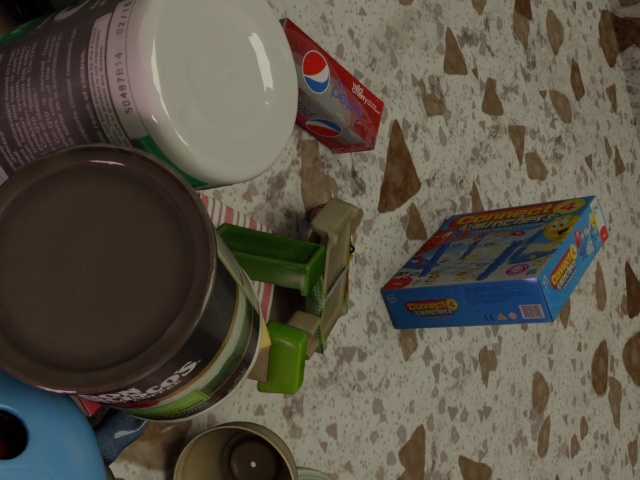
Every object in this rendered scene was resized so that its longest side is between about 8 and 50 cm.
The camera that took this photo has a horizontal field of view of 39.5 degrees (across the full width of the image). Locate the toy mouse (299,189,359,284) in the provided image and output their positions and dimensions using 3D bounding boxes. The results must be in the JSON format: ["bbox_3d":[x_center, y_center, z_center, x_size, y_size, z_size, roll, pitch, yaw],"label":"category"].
[{"bbox_3d":[0.000,0.000,1.425,0.143,0.031,0.161,-7,91,-52],"label":"toy mouse"}]

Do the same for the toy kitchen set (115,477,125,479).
[{"bbox_3d":[-0.224,0.323,1.071,0.083,0.075,0.068,17,71,-54],"label":"toy kitchen set"}]

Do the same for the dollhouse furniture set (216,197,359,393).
[{"bbox_3d":[-0.057,0.061,1.286,0.301,0.151,0.197,-51,149,-65],"label":"dollhouse furniture set"}]

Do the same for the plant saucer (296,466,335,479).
[{"bbox_3d":[-0.015,0.535,1.287,0.400,0.101,0.400,10,77,-51],"label":"plant saucer"}]

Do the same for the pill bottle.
[{"bbox_3d":[-0.218,-0.138,0.906,0.204,0.361,0.204,9,79,-51],"label":"pill bottle"}]

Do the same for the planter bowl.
[{"bbox_3d":[-0.100,0.311,1.182,0.109,0.162,0.162,-19,102,-77],"label":"planter bowl"}]

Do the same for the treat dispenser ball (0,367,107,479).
[{"bbox_3d":[-0.333,0.235,0.777,0.288,0.288,0.288,9,79,-51],"label":"treat dispenser ball"}]

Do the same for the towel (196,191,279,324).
[{"bbox_3d":[-0.130,0.029,1.266,0.197,0.029,0.144,29,64,-49],"label":"towel"}]

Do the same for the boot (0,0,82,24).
[{"bbox_3d":[-0.221,-0.407,1.106,0.367,0.146,0.445,47,48,-27],"label":"boot"}]

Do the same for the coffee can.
[{"bbox_3d":[-0.169,0.055,0.818,0.275,0.202,0.201,74,23,-73],"label":"coffee can"}]

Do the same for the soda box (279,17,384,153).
[{"bbox_3d":[-0.011,-0.235,1.399,0.263,0.083,0.092,33,61,-45],"label":"soda box"}]

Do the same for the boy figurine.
[{"bbox_3d":[-0.179,0.177,1.069,0.285,0.177,0.092,-40,89,-29],"label":"boy figurine"}]

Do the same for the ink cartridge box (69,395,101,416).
[{"bbox_3d":[-0.256,0.061,1.043,0.237,0.100,0.172,-47,121,-42],"label":"ink cartridge box"}]

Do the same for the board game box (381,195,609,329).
[{"bbox_3d":[0.314,0.040,1.592,0.302,0.308,0.086,-42,116,-46],"label":"board game box"}]
